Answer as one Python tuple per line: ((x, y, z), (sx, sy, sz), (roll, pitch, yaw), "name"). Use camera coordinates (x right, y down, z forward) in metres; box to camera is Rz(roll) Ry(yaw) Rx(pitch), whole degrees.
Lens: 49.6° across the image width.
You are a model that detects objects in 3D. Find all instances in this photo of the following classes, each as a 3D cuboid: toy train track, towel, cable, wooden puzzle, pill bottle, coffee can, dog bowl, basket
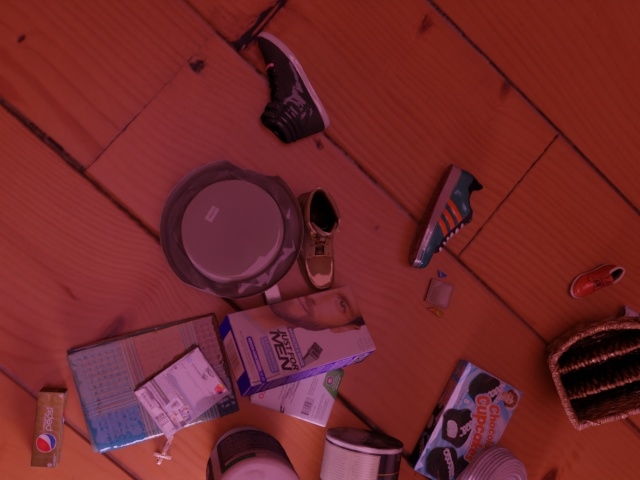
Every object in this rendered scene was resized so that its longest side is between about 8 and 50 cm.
((-0.390, 0.522, 1.741), (0.048, 0.014, 0.083), (23, 97, -24), "toy train track")
((-0.413, 0.353, 1.733), (0.370, 0.040, 0.272), (-14, 93, -13), "towel")
((0.444, 0.668, 1.821), (0.257, 0.089, 0.257), (-50, 131, -16), "cable")
((0.326, 0.147, 1.900), (0.078, 0.014, 0.116), (27, 84, -14), "wooden puzzle")
((-0.162, 0.558, 1.614), (0.204, 0.361, 0.204), (0, 89, -11), "pill bottle")
((0.091, 0.634, 1.746), (0.201, 0.201, 0.275), (9, 87, -11), "coffee can")
((-0.214, -0.021, 1.712), (0.348, 0.102, 0.349), (0, 79, -1), "dog bowl")
((0.765, 0.330, 1.832), (0.299, 0.223, 0.214), (-20, 94, 15), "basket")

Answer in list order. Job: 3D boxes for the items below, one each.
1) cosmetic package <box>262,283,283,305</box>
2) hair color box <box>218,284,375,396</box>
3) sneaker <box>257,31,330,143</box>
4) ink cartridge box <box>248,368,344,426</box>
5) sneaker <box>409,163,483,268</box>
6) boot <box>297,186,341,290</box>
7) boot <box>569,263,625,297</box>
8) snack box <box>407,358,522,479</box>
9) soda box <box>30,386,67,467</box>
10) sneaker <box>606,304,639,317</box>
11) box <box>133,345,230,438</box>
((-0.130, 0.124, 1.782), (0.041, 0.060, 0.115), (-16, 94, -13), "cosmetic package")
((-0.056, 0.242, 1.702), (0.338, 0.110, 0.185), (-11, 67, -28), "hair color box")
((-0.109, -0.380, 1.770), (0.147, 0.104, 0.296), (-35, 100, -15), "sneaker")
((-0.065, 0.367, 1.777), (0.208, 0.087, 0.153), (22, 85, -10), "ink cartridge box")
((0.342, -0.050, 1.857), (0.121, 0.108, 0.302), (26, 83, -6), "sneaker")
((0.000, 0.000, 1.736), (0.095, 0.203, 0.262), (-6, 89, -11), "boot")
((0.782, 0.114, 1.958), (0.158, 0.084, 0.059), (-31, 97, -9), "boot")
((0.394, 0.509, 1.883), (0.187, 0.060, 0.322), (30, 83, -11), "snack box")
((-0.653, 0.449, 1.669), (0.061, 0.058, 0.181), (6, 88, -11), "soda box")
((0.838, 0.264, 1.983), (0.083, 0.071, 0.191), (43, 78, 5), "sneaker")
((-0.341, 0.372, 1.710), (0.186, 0.038, 0.145), (-35, 97, -11), "box")
